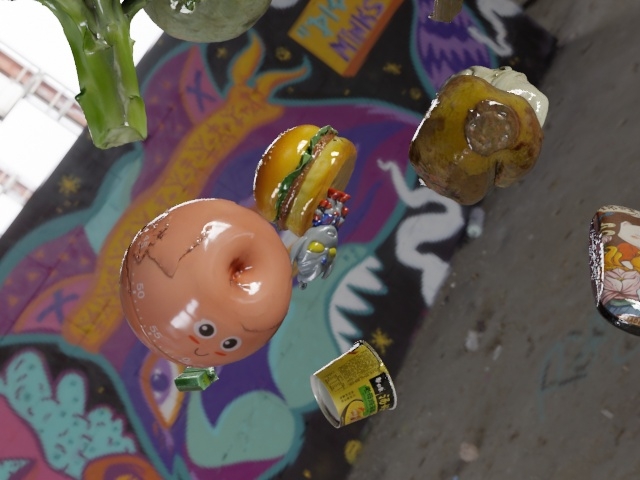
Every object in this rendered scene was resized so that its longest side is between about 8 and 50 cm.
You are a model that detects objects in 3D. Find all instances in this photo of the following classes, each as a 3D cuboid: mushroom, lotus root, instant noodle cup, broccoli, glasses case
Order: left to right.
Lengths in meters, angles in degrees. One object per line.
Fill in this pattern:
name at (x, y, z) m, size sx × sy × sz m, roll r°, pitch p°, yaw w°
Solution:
broccoli at (-0.406, -0.376, 1.414) m, size 0.275 × 0.353 × 0.397 m, roll -148°, pitch 77°, yaw -83°
mushroom at (-0.258, -0.616, 1.932) m, size 0.352 × 0.352 × 0.260 m, roll -51°, pitch 0°, yaw 21°
instant noodle cup at (0.059, 0.285, 1.654) m, size 0.122 × 0.151 × 0.151 m, roll -27°, pitch 1°, yaw -19°
lotus root at (0.251, -0.152, 1.310) m, size 0.188 × 0.199 × 0.180 m, roll -64°, pitch 5°, yaw -1°
glasses case at (0.490, 0.041, 1.349) m, size 0.321 × 0.122 × 0.082 m, roll -66°, pitch -9°, yaw -56°

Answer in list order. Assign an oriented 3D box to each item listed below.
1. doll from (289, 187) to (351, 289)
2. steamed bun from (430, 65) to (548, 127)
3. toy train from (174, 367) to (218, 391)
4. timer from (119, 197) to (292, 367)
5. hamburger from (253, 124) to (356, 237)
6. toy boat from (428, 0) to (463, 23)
doll at (0.001, 0.000, 1.573) m, size 0.104 × 0.062 × 0.194 m, roll 16°, pitch -83°, yaw -66°
steamed bun at (0.350, -0.279, 1.927) m, size 0.268 × 0.207 × 0.280 m, roll -52°, pitch 14°, yaw 17°
toy train at (-0.261, 0.291, 1.800) m, size 0.093 × 0.038 × 0.056 m, roll -12°, pitch 18°, yaw 40°
timer at (-0.156, 0.059, 1.179) m, size 0.215 × 0.229 × 0.229 m, roll -23°, pitch 31°, yaw 48°
hamburger at (-0.042, -0.134, 1.757) m, size 0.246 × 0.170 × 0.246 m, roll -60°, pitch -10°, yaw -19°
toy boat at (0.218, -0.454, 1.515) m, size 0.064 × 0.072 × 0.206 m, roll -49°, pitch -13°, yaw -14°
